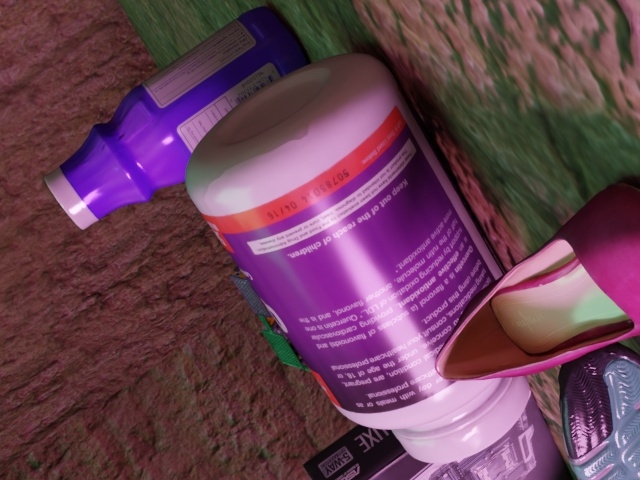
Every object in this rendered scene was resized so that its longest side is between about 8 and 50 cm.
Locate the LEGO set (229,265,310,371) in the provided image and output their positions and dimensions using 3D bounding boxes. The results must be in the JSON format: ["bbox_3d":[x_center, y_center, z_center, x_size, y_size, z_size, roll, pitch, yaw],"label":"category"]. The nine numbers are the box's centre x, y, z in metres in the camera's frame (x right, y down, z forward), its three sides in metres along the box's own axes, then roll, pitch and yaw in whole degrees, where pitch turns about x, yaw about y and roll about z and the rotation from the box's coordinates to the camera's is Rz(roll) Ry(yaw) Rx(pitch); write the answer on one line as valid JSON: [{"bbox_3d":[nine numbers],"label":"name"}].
[{"bbox_3d":[0.020,0.073,1.637,0.255,0.192,0.331,6,142,42],"label":"LEGO set"}]

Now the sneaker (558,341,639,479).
[{"bbox_3d":[0.209,0.146,0.719,0.224,0.083,0.098,57,179,-24],"label":"sneaker"}]

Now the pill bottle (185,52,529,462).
[{"bbox_3d":[0.044,0.024,0.845,0.323,0.181,0.181,58,174,-22],"label":"pill bottle"}]

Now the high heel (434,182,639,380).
[{"bbox_3d":[0.126,0.038,0.579,0.082,0.117,0.244,55,174,1],"label":"high heel"}]

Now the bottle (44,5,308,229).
[{"bbox_3d":[-0.143,-0.118,1.054,0.092,0.283,0.118,52,175,23],"label":"bottle"}]

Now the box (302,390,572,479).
[{"bbox_3d":[0.151,0.283,1.163,0.076,0.242,0.307,48,170,51],"label":"box"}]
